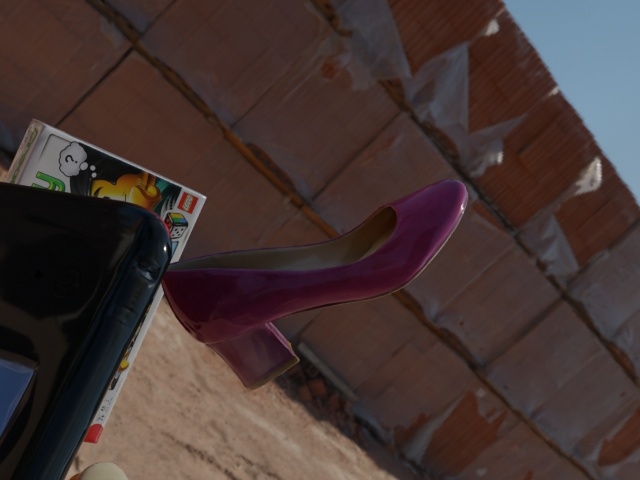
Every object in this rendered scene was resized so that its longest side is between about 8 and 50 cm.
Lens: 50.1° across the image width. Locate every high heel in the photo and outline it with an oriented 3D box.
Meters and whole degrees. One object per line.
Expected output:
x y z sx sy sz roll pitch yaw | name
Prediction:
0.000 0.000 0.532 0.117 0.244 0.082 55 -3 -18 | high heel

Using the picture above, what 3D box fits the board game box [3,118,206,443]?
-0.269 0.052 0.724 0.193 0.305 0.053 24 -1 -38 | board game box

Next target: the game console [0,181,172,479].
-0.296 0.125 0.390 0.342 0.386 0.060 7 -28 28 | game console

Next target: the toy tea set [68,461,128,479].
-0.366 0.340 0.738 0.200 0.124 0.336 60 34 -20 | toy tea set
